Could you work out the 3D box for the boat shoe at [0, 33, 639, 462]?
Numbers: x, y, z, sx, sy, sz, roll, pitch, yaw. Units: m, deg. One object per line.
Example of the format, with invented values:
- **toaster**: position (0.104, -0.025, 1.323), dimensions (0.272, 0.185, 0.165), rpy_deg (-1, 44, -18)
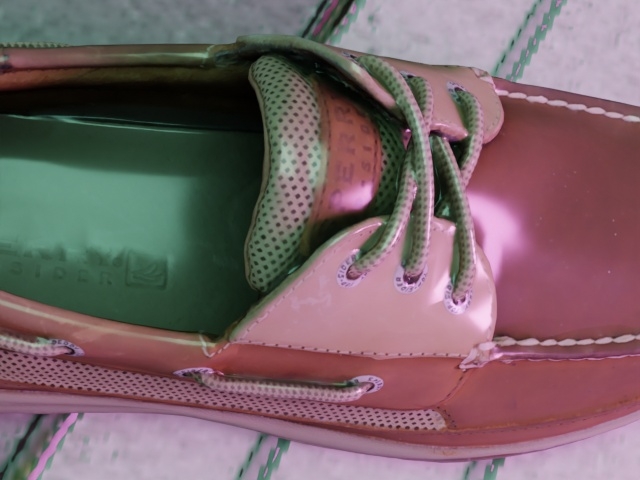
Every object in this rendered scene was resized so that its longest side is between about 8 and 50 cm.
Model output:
- **boat shoe**: position (0.000, 0.000, 0.435), dimensions (0.324, 0.116, 0.123), rpy_deg (-3, 73, -9)
